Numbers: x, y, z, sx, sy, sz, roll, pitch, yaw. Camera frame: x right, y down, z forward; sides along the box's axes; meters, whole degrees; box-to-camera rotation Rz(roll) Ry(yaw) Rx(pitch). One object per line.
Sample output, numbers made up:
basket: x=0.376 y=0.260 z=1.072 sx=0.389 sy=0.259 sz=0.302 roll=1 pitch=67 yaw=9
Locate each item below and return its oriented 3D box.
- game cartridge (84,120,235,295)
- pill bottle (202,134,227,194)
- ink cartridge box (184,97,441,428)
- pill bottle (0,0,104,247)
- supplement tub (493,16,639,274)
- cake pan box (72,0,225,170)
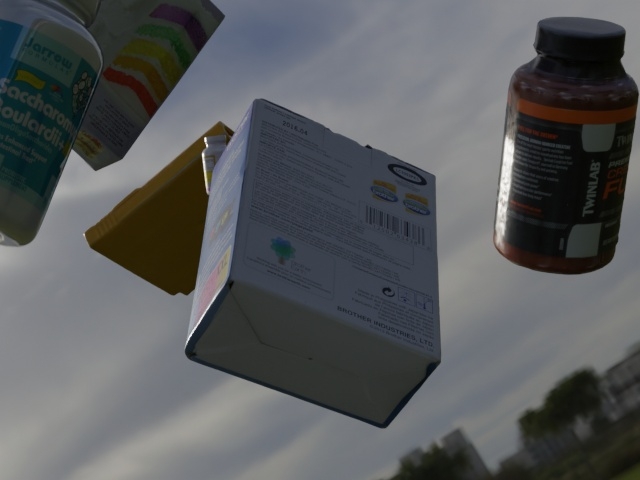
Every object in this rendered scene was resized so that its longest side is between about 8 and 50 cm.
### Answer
game cartridge: x=-0.221 y=-0.046 z=2.229 sx=0.324 sy=0.052 sz=0.285 roll=-37 pitch=-37 yaw=12
pill bottle: x=-0.146 y=-0.108 z=1.757 sx=0.043 sy=0.083 sz=0.043 roll=-6 pitch=4 yaw=0
ink cartridge box: x=0.000 y=0.000 z=1.503 sx=0.270 sy=0.395 sz=0.151 roll=23 pitch=-48 yaw=-17
pill bottle: x=-0.303 y=-0.137 z=1.195 sx=0.146 sy=0.146 sz=0.264 roll=85 pitch=-158 yaw=-74
supplement tub: x=0.201 y=-0.079 z=1.002 sx=0.106 sy=0.106 sz=0.198 roll=-18 pitch=-59 yaw=-40
cake pan box: x=-0.269 y=-0.256 z=1.379 sx=0.070 sy=0.267 sz=0.246 roll=-16 pitch=35 yaw=51
